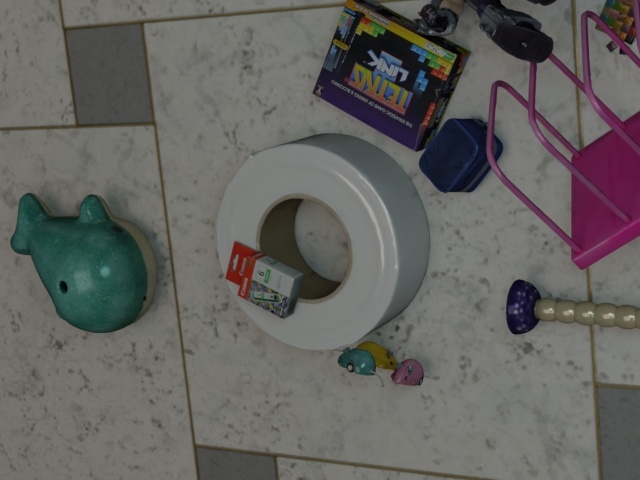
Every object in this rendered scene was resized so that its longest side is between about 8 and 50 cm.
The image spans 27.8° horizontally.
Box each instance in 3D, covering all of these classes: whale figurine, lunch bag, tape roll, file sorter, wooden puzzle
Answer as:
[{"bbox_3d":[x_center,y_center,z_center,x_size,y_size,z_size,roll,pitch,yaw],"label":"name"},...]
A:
[{"bbox_3d":[-0.378,0.031,1.953,0.272,0.141,0.216,30,117,22],"label":"whale figurine"},{"bbox_3d":[0.181,-0.110,1.628,0.067,0.065,0.098,54,125,26],"label":"lunch bag"},{"bbox_3d":[0.000,0.000,1.744,0.286,0.100,0.286,9,108,29],"label":"tape roll"},{"bbox_3d":[0.340,-0.153,1.400,0.182,0.202,0.290,40,125,-22],"label":"file sorter"},{"bbox_3d":[0.353,-0.262,1.518,0.049,0.006,0.083,30,116,21],"label":"wooden puzzle"}]

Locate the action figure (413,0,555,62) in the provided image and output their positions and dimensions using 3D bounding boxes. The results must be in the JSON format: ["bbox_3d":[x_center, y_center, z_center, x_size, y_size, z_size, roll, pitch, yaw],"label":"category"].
[{"bbox_3d":[0.187,-0.305,1.488,0.099,0.285,0.185,13,110,-21],"label":"action figure"}]

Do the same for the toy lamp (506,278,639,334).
[{"bbox_3d":[0.364,0.094,1.564,0.274,0.080,0.080,2,104,32],"label":"toy lamp"}]

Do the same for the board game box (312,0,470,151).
[{"bbox_3d":[0.088,-0.215,1.665,0.170,0.048,0.141,31,115,21],"label":"board game box"}]

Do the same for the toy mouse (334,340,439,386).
[{"bbox_3d":[0.083,0.165,1.722,0.161,0.143,0.031,15,97,2],"label":"toy mouse"}]

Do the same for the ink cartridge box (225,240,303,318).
[{"bbox_3d":[-0.082,0.052,1.729,0.115,0.029,0.063,26,115,23],"label":"ink cartridge box"}]
